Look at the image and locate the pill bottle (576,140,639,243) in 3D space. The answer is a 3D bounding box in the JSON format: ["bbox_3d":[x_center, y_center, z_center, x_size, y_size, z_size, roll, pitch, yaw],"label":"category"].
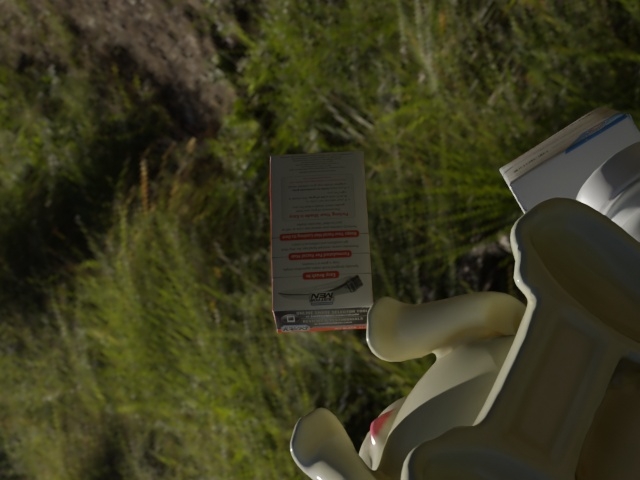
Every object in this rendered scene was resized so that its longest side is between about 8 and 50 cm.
[{"bbox_3d":[0.395,0.050,1.130,0.318,0.176,0.176,61,-179,32],"label":"pill bottle"}]

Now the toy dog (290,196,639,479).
[{"bbox_3d":[0.178,0.191,0.962,0.396,0.284,0.408,24,157,-10],"label":"toy dog"}]

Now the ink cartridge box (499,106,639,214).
[{"bbox_3d":[0.355,-0.060,1.480,0.168,0.171,0.232,57,-169,-4],"label":"ink cartridge box"}]

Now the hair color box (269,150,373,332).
[{"bbox_3d":[0.000,0.000,1.065,0.093,0.167,0.053,-2,151,1],"label":"hair color box"}]
